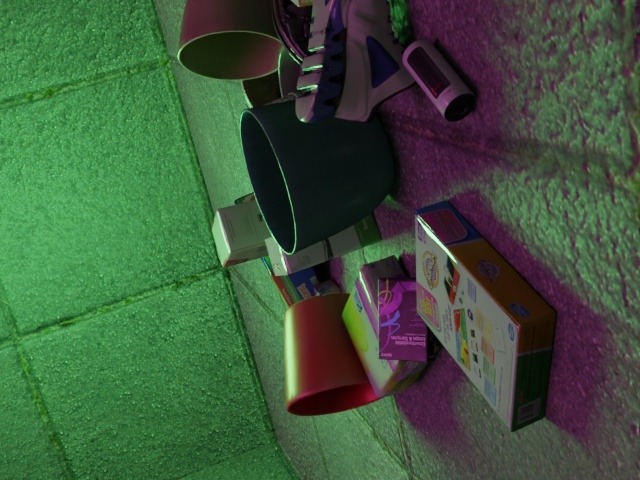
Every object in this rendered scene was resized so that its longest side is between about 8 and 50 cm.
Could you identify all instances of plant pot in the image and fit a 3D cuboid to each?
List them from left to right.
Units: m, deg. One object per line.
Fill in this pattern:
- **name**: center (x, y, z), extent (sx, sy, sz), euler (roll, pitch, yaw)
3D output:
- **plant pot**: center (-0.207, -0.549, 1.928), extent (0.256, 0.256, 0.274), euler (129, 137, -73)
- **plant pot**: center (0.002, -0.147, 1.627), extent (0.293, 0.235, 0.293), euler (161, 90, -74)
- **plant pot**: center (0.027, 0.275, 2.046), extent (0.275, 0.274, 0.243), euler (105, 155, -64)

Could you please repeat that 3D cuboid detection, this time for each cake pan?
- **cake pan**: center (-0.017, -0.300, 1.858), extent (0.293, 0.054, 0.293), euler (161, 90, -75)

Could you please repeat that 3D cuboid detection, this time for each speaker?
- **speaker**: center (0.177, -0.239, 1.245), extent (0.055, 0.055, 0.136), euler (91, 156, -52)

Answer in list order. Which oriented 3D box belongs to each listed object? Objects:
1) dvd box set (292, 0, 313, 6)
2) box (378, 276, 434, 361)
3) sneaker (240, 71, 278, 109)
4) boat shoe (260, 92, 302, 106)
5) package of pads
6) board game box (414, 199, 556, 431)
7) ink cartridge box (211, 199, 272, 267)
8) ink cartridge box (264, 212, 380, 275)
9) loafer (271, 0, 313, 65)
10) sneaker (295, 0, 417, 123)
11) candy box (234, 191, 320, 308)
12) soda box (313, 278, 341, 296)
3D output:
- **dvd box set**: center (-0.070, -0.645, 1.438), extent (0.308, 0.062, 0.421), euler (-115, 15, -59)
- **box**: center (0.164, 0.151, 1.607), extent (0.116, 0.029, 0.162), euler (-4, 86, 39)
- **sneaker**: center (-0.166, -0.381, 2.208), extent (0.153, 0.099, 0.282), euler (37, 146, 62)
- **boat shoe**: center (-0.085, -0.223, 1.932), extent (0.118, 0.103, 0.320), euler (49, 163, 21)
- **package of pads**: center (0.145, 0.197, 1.798), extent (0.296, 0.101, 0.229), euler (104, 146, -65)
- **board game box**: center (0.257, 0.117, 1.368), extent (0.316, 0.064, 0.242), euler (-125, 22, -47)
- **ink cartridge box**: center (-0.119, -0.036, 2.104), extent (0.207, 0.282, 0.117), euler (131, 122, -73)
- **ink cartridge box**: center (0.000, 0.000, 1.840), extent (0.160, 0.219, 0.093), euler (164, 87, -75)
- **loafer**: center (-0.051, -0.483, 1.695), extent (0.084, 0.096, 0.268), euler (133, 119, -67)
- **sneaker**: center (0.079, -0.330, 1.357), extent (0.127, 0.182, 0.316), euler (-151, 73, -66)
- **candy box**: center (-0.108, 0.044, 2.380), extent (0.317, 0.122, 0.268), euler (57, 173, 41)
- **soda box**: center (0.028, 0.199, 2.286), extent (0.058, 0.062, 0.183), euler (-129, 25, -54)
